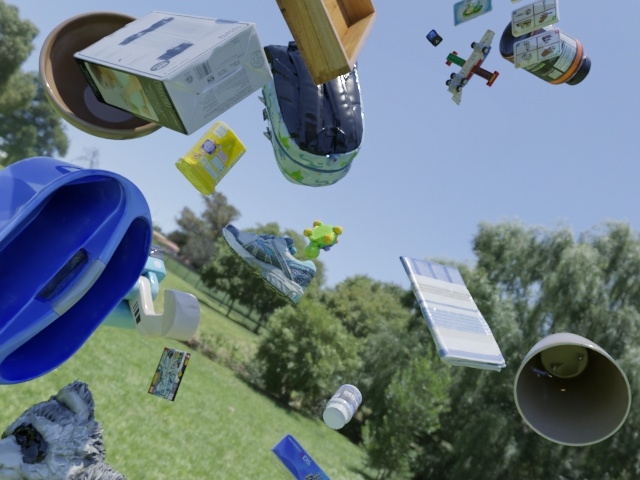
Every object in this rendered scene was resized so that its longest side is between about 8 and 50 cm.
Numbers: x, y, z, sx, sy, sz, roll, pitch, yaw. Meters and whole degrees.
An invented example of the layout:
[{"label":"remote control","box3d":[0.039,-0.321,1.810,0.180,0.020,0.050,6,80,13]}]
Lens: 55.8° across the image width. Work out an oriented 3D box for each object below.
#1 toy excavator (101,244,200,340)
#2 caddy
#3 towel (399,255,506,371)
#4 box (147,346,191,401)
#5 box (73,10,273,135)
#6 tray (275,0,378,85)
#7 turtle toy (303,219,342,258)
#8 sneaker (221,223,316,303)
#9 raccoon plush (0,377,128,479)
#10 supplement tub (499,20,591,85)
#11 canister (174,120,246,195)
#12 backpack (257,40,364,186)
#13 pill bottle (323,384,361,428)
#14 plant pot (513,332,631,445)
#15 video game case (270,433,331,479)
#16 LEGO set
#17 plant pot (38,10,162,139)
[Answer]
[{"label":"toy excavator","box3d":[-0.538,0.172,1.756,0.222,0.433,0.445,19,38,-48]},{"label":"caddy","box3d":[-0.395,0.039,0.873,0.179,0.341,0.241,22,-27,29]},{"label":"towel","box3d":[0.297,0.165,1.383,0.209,0.034,0.285,14,42,-36]},{"label":"box","box3d":[-0.424,0.373,1.696,0.093,0.137,0.027,4,-22,39]},{"label":"box","box3d":[-0.229,-0.265,0.917,0.289,0.169,0.087,25,-34,41]},{"label":"tray","box3d":[0.014,-0.446,1.101,0.076,0.411,0.203,-17,-63,22]},{"label":"turtle toy","box3d":[0.000,0.000,1.689,0.095,0.130,0.066,17,-50,31]},{"label":"sneaker","box3d":[-0.125,0.036,1.494,0.283,0.122,0.110,38,-14,25]},{"label":"raccoon plush","box3d":[-0.331,0.427,0.952,0.446,0.216,0.299,53,18,-44]},{"label":"supplement tub","box3d":[0.486,-0.401,1.296,0.197,0.106,0.106,17,-7,-27]},{"label":"canister","box3d":[-0.296,-0.226,1.653,0.073,0.170,0.126,13,-31,50]},{"label":"backpack","box3d":[-0.015,-0.316,1.592,0.289,0.356,0.273,0,-43,-23]},{"label":"pill bottle","box3d":[0.060,0.465,1.691,0.078,0.078,0.137,27,20,13]},{"label":"plant pot","box3d":[0.630,0.342,1.546,0.256,0.257,0.274,27,16,13]},{"label":"video game case","box3d":[-0.007,0.575,1.387,0.269,0.061,0.244,46,-22,15]},{"label":"LEGO set","box3d":[0.301,-0.355,1.064,0.244,0.183,0.060,-12,-21,38]},{"label":"plant pot","box3d":[-0.367,-0.273,1.073,0.237,0.237,0.110,32,-26,-8]}]
